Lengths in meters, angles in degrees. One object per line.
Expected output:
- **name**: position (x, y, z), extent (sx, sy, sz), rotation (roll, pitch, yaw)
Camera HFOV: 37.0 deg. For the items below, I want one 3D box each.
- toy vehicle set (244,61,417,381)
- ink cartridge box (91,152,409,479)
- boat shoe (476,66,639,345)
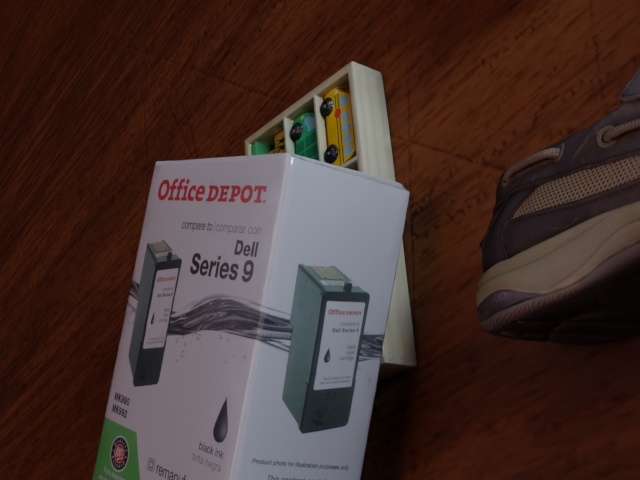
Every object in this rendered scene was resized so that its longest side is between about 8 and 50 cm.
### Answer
- **toy vehicle set**: position (0.000, 0.000, 0.827), extent (0.166, 0.035, 0.267), rotation (-30, 57, 45)
- **ink cartridge box**: position (-0.062, 0.084, 0.748), extent (0.211, 0.121, 0.289), rotation (3, 82, 53)
- **boat shoe**: position (0.209, -0.051, 0.487), extent (0.355, 0.132, 0.130), rotation (-29, 58, 44)
